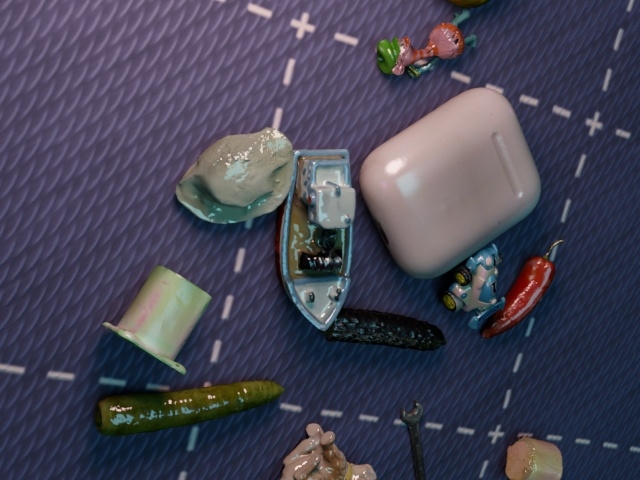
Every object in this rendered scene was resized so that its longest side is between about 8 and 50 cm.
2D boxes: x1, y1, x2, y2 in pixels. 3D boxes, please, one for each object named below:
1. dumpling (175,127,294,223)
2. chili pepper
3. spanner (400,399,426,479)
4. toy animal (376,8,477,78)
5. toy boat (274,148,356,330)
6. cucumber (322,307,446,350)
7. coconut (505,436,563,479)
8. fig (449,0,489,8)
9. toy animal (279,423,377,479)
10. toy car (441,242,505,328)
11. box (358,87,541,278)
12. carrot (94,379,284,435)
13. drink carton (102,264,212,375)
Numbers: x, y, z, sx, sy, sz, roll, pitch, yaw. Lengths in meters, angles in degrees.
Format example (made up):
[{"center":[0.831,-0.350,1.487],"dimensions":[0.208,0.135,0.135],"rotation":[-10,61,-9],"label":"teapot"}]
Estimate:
[{"center":[-0.142,-0.106,1.502],"dimensions":[0.219,0.108,0.152],"rotation":[-31,90,7],"label":"dumpling"},{"center":[0.439,0.109,1.860],"dimensions":[0.272,0.071,0.063],"rotation":[-55,156,1],"label":"chili pepper"},{"center":[0.208,0.461,1.855],"dimensions":[0.054,0.015,0.254],"rotation":[-16,108,-23],"label":"spanner"},{"center":[0.204,-0.363,1.642],"dimensions":[0.208,0.100,0.103],"rotation":[-30,151,-19],"label":"toy animal"},{"center":[0.000,0.000,1.591],"dimensions":[0.145,0.133,0.332],"rotation":[-3,103,-25],"label":"toy boat"},{"center":[0.134,0.177,1.731],"dimensions":[0.300,0.072,0.072],"rotation":[9,97,-28],"label":"cucumber"},{"center":[0.483,0.502,1.938],"dimensions":[0.122,0.116,0.116],"rotation":[21,92,-22],"label":"coconut"},{"center":[0.289,-0.547,1.591],"dimensions":[0.167,0.167,0.233],"rotation":[22,98,-27],"label":"fig"},{"center":[0.006,0.487,1.723],"dimensions":[0.184,0.104,0.185],"rotation":[-49,121,-10],"label":"toy animal"},{"center":[0.329,0.089,1.750],"dimensions":[0.126,0.098,0.161],"rotation":[-30,155,-29],"label":"toy car"},{"center":[0.255,-0.109,1.682],"dimensions":[0.349,0.141,0.289],"rotation":[-34,112,-14],"label":"box"},{"center":[-0.230,0.299,1.589],"dimensions":[0.358,0.074,0.074],"rotation":[-4,103,-27],"label":"carrot"},{"center":[-0.271,0.129,1.499],"dimensions":[0.146,0.144,0.142],"rotation":[36,75,-27],"label":"drink carton"}]
